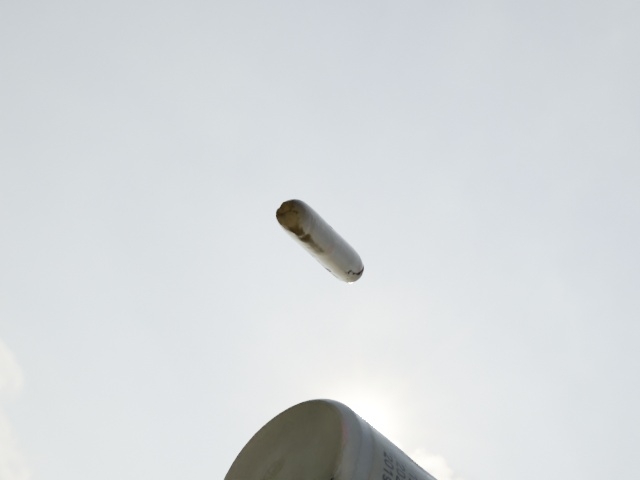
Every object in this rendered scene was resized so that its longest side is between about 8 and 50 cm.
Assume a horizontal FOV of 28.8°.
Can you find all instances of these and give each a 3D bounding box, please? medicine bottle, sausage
[{"bbox_3d":[0.053,0.241,0.923,0.258,0.143,0.143,43,-34,-25],"label":"medicine bottle"},{"bbox_3d":[0.000,0.000,0.794,0.024,0.024,0.132,25,-8,25],"label":"sausage"}]
